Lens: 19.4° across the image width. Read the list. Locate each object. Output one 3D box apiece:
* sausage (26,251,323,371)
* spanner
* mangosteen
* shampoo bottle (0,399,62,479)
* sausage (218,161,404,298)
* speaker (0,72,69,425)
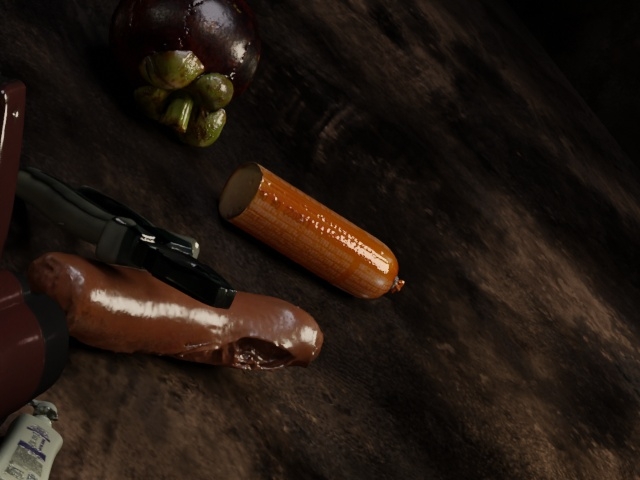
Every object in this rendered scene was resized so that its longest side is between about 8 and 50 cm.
[{"bbox_3d":[-0.126,0.067,1.626,0.087,0.079,0.327,4,-7,42],"label":"sausage"},{"bbox_3d":[-0.161,-0.002,1.568,0.096,0.040,0.325,16,7,-37],"label":"spanner"},{"bbox_3d":[-0.145,-0.197,2.003,0.166,0.166,0.180,26,52,-40],"label":"mangosteen"},{"bbox_3d":[-0.214,0.157,1.368,0.049,0.034,0.141,33,22,-9],"label":"shampoo bottle"},{"bbox_3d":[0.000,0.000,2.001,0.234,0.071,0.071,32,24,-30],"label":"sausage"},{"bbox_3d":[-0.277,0.044,1.219,0.329,0.198,0.259,-48,123,-73],"label":"speaker"}]
